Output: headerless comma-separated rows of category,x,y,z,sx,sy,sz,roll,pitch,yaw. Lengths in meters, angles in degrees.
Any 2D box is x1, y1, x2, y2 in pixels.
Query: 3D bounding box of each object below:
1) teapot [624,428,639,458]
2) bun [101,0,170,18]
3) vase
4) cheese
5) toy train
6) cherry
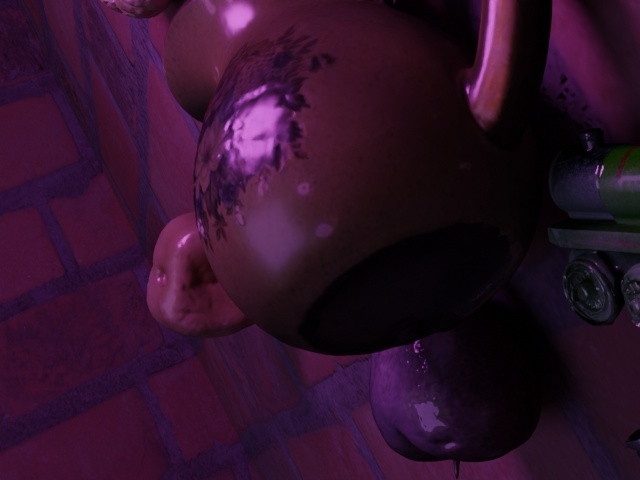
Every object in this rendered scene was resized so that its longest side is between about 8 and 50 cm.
teapot,0.250,0.160,0.515,0.083,0.049,0.063,60,160,14
bun,-0.284,-0.402,1.100,0.188,0.111,0.164,65,158,10
vase,0.034,-0.108,0.548,0.329,0.240,0.302,-51,48,38
cheese,-0.186,0.068,1.289,0.235,0.218,0.117,49,172,-25
toy train,0.209,-0.007,0.381,0.251,0.085,0.119,8,116,65
cherry,0.115,0.121,0.689,0.176,0.140,0.176,180,90,-71
